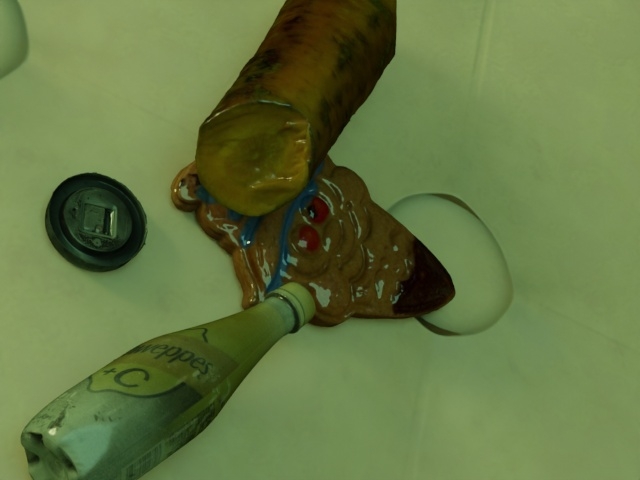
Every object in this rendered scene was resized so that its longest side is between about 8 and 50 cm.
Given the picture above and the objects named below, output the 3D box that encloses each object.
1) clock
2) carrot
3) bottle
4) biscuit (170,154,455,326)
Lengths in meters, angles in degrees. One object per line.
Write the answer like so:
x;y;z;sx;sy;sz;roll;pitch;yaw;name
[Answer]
-0.181;-0.014;1.108;0.085;0.017;0.085;15;57;-24;clock
-0.010;-0.147;1.210;0.114;0.114;0.302;38;42;-8;carrot
-0.104;0.104;1.047;0.269;0.083;0.083;-34;85;-40;bottle
0.000;0.000;1.203;0.280;0.043;0.183;23;58;-16;biscuit
